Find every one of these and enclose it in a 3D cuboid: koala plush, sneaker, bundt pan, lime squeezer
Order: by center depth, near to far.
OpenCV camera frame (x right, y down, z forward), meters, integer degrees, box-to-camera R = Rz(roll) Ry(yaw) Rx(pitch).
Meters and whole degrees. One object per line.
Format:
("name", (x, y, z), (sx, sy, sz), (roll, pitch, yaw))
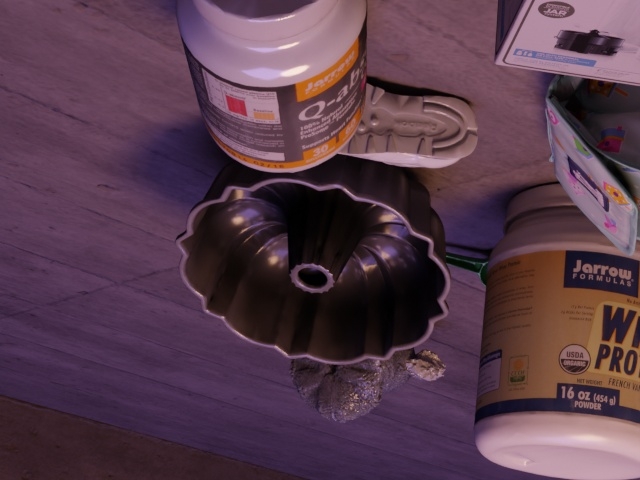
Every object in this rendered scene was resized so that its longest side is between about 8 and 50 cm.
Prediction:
("sneaker", (0.045, -0.119, 1.477), (0.235, 0.090, 0.095), (14, 169, -13))
("bundt pan", (0.000, 0.000, 1.661), (0.331, 0.124, 0.331), (8, 139, 7))
("lime squeezer", (0.258, 0.070, 1.858), (0.310, 0.059, 0.110), (38, -158, 21))
("koala plush", (0.074, 0.188, 2.188), (0.196, 0.203, 0.221), (-5, 169, 32))

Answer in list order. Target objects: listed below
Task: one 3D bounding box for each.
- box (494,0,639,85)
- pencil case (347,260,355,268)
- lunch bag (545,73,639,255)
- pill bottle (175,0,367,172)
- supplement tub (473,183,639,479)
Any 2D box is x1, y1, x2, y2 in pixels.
("box", (0.247, -0.228, 1.091), (0.169, 0.087, 0.290), (9, 160, -4))
("pencil case", (0.007, 0.023, 1.867), (0.088, 0.086, 0.206), (-14, 174, -35))
("lunch bag", (0.349, -0.077, 1.377), (0.262, 0.160, 0.223), (13, 166, 17))
("pill bottle", (-0.040, -0.181, 1.215), (0.162, 0.162, 0.278), (6, 161, 4))
("supplement tub", (0.307, 0.111, 1.667), (0.228, 0.316, 0.228), (6, 160, 2))
